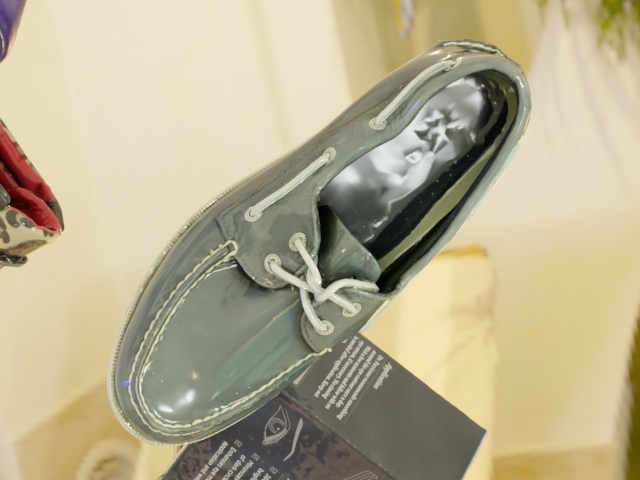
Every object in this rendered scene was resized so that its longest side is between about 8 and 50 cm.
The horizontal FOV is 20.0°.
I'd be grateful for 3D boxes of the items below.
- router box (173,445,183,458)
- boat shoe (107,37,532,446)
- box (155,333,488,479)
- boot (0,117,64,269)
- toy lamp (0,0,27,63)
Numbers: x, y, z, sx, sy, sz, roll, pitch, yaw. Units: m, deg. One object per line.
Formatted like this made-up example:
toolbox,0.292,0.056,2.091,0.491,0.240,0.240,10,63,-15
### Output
router box,-0.069,0.208,1.583,0.122,0.092,0.038,5,-5,-12
boat shoe,0.000,0.000,1.063,0.319,0.116,0.099,-42,8,-5
box,-0.002,0.147,1.205,0.156,0.158,0.093,-53,-1,40
boot,-0.337,0.064,1.501,0.284,0.377,0.138,-38,-27,12
toy lamp,-0.227,-0.063,0.935,0.080,0.080,0.275,-4,49,36
